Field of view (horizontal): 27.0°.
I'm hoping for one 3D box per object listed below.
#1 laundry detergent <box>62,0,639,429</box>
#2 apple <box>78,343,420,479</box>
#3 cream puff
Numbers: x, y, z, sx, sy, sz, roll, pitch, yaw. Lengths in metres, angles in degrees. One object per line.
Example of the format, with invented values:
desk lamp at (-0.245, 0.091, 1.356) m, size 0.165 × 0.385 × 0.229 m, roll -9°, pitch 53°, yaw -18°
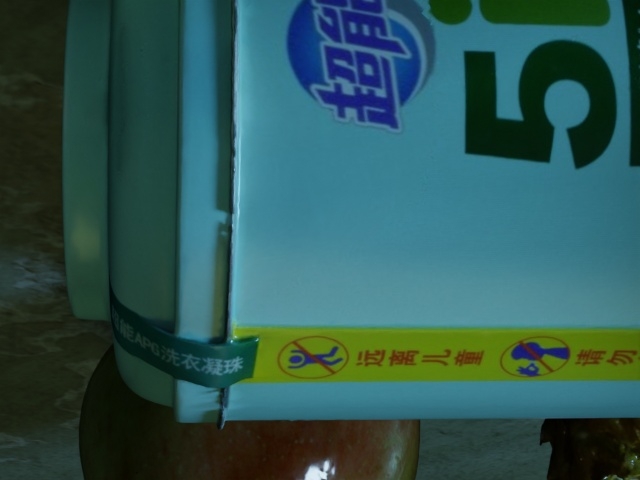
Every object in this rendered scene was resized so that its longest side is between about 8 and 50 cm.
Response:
laundry detergent at (0.029, -0.047, 0.683) m, size 0.305 × 0.287 × 0.287 m, roll 1°, pitch 155°, yaw -7°
apple at (-0.061, 0.195, 1.214) m, size 0.319 × 0.277 × 0.319 m, roll 0°, pitch 153°, yaw 0°
cream puff at (0.286, 0.153, 1.198) m, size 0.155 × 0.241 × 0.268 m, roll 10°, pitch 117°, yaw 5°
